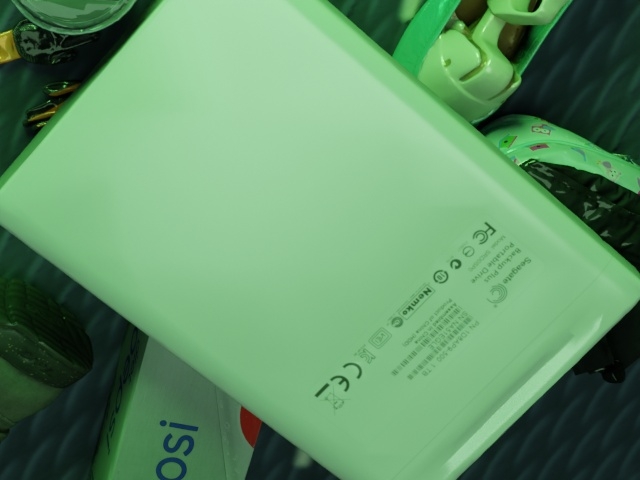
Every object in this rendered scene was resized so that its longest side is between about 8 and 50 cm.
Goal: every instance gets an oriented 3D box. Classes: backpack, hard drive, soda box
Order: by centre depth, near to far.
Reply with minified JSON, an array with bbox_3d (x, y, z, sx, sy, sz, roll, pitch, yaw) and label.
[{"bbox_3d":[0.000,0.000,1.001,0.353,0.047,0.233,39,105,-18],"label":"hard drive"},{"bbox_3d":[0.170,-0.004,1.103,0.182,0.115,0.152,28,105,-23],"label":"backpack"},{"bbox_3d":[-0.086,0.086,1.110,0.098,0.091,0.286,11,111,-15],"label":"soda box"}]

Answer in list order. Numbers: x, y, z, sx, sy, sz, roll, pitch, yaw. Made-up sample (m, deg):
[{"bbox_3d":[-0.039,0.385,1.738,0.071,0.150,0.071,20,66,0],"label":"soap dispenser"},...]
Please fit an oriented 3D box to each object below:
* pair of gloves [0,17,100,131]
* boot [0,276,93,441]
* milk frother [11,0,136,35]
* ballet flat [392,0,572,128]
[{"bbox_3d":[-0.172,-0.112,1.050,0.074,0.010,0.083,-19,113,0],"label":"pair of gloves"},{"bbox_3d":[-0.289,0.065,1.074,0.161,0.083,0.246,-41,113,15],"label":"boot"},{"bbox_3d":[-0.148,-0.215,0.938,0.129,0.135,0.143,-34,116,3],"label":"milk frother"},{"bbox_3d":[0.116,-0.146,1.044,0.083,0.087,0.247,26,107,-20],"label":"ballet flat"}]
